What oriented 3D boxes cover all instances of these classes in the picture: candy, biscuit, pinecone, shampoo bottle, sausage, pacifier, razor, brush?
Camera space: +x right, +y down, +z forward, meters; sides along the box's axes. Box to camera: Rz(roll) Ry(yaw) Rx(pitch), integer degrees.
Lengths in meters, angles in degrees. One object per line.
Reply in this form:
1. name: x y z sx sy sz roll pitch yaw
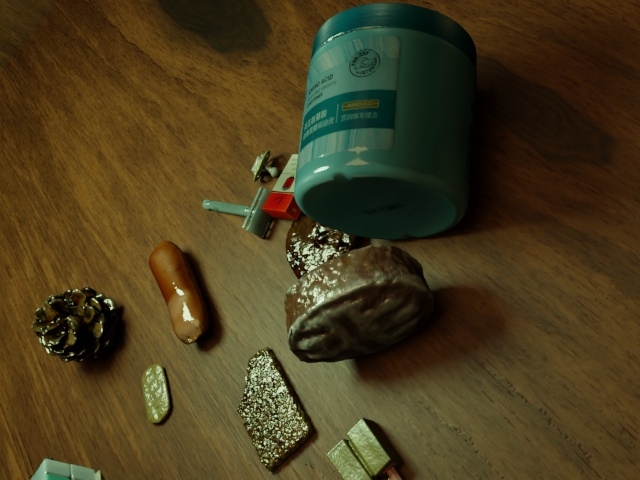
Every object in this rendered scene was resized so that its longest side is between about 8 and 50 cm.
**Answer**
1. candy: 0.066 0.118 1.405 0.289 0.214 0.157 -28 48 21
2. biscuit: -0.110 0.337 1.547 0.131 0.026 0.237 -42 51 9
3. biscuit: 0.000 0.000 1.623 0.192 0.049 0.192 -21 53 32
4. biscuit: -0.378 0.351 1.741 0.071 0.018 0.147 -33 53 17
5. pinecone: -0.602 0.202 1.859 0.179 0.204 0.184 -6 63 13
6. shampoo bottle: 0.128 -0.211 1.452 0.331 0.331 0.343 -7 65 33
7. sausage: -0.328 0.118 1.782 0.089 0.083 0.300 -36 54 8
8. pacifier: -0.128 -0.172 1.810 0.064 0.068 0.083 28 105 8
9. razor: -0.203 -0.076 1.812 0.232 0.068 0.106 12 74 46
10. brush: 0.111 0.431 1.324 0.103 0.047 0.233 -47 49 7

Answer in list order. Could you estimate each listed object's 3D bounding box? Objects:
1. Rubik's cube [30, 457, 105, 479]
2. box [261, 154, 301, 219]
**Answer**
1. Rubik's cube: -0.520 0.593 1.607 0.265 0.213 0.224 -54 33 15
2. box: -0.058 -0.122 1.707 0.100 0.048 0.152 8 63 56
